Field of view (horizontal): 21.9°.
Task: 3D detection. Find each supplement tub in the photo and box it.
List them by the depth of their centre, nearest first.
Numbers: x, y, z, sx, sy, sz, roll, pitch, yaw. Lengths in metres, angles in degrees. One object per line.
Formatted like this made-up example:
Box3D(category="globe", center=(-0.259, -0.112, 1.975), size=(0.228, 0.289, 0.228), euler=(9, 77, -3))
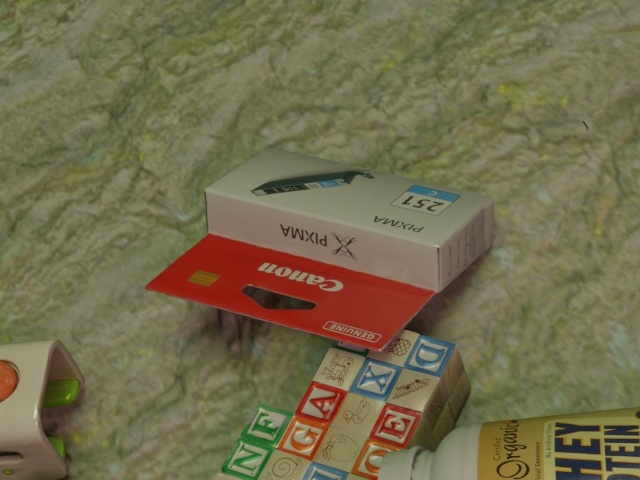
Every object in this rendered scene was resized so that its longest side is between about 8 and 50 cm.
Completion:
Box3D(category="supplement tub", center=(0.221, 0.267, 1.453), size=(0.316, 0.228, 0.228), euler=(-7, 50, 12))

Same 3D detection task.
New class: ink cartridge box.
Box3D(category="ink cartridge box", center=(0.000, 0.000, 1.783), size=(0.296, 0.066, 0.261), euler=(13, 31, 27))

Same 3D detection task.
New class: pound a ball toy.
Box3D(category="pound a ball toy", center=(-0.388, 0.211, 1.759), size=(0.319, 0.136, 0.208), euler=(-6, 51, 15))

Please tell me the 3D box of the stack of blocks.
Box3D(category="stack of blocks", center=(0.010, 0.223, 1.649), size=(0.171, 0.087, 0.297), euler=(14, 58, 27))
